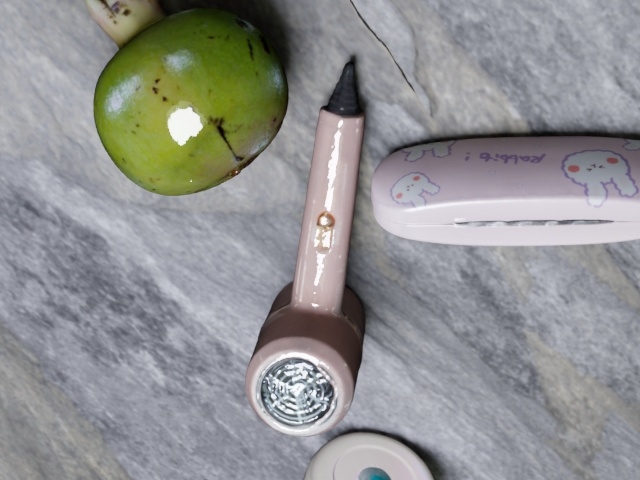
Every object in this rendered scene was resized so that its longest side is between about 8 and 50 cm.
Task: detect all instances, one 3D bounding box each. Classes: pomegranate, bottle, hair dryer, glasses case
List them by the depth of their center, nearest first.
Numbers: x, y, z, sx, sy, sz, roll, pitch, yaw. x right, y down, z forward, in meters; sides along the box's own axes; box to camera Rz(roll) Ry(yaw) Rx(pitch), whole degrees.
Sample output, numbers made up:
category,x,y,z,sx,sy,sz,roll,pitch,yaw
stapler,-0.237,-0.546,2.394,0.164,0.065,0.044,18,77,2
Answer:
category,x,y,z,sx,sy,sz,roll,pitch,yaw
pomegranate,-0.137,-0.134,1.167,0.210,0.179,0.179,26,123,10
glasses case,0.195,-0.047,1.210,0.296,0.113,0.075,-2,125,7
hair dryer,0.000,0.000,1.243,0.106,0.189,0.344,8,108,4
bottle,0.033,0.341,1.466,0.147,0.148,0.237,15,131,-3
